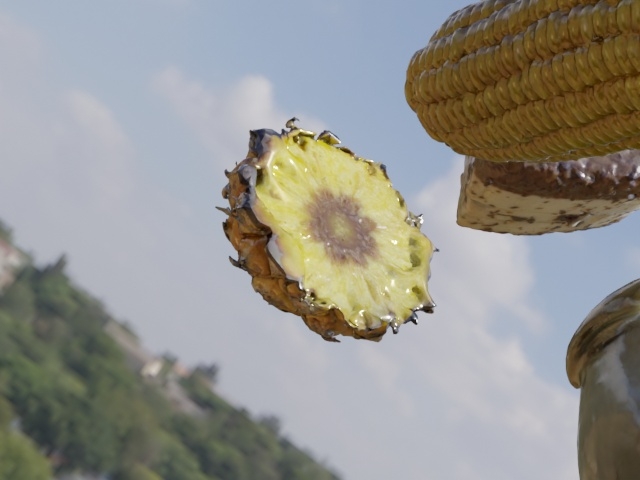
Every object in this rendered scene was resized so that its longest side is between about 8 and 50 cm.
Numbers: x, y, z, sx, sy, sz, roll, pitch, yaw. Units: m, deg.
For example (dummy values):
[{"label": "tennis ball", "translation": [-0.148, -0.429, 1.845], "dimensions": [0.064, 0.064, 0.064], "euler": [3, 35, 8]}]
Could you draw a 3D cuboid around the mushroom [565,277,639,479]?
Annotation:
[{"label": "mushroom", "translation": [0.165, 0.181, 0.808], "dimensions": [0.097, 0.351, 0.109], "euler": [17, -30, -32]}]

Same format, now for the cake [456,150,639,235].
[{"label": "cake", "translation": [0.125, -0.124, 1.170], "dimensions": [0.112, 0.135, 0.246], "euler": [133, -59, -65]}]

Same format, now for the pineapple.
[{"label": "pineapple", "translation": [0.000, 0.000, 1.500], "dimensions": [0.225, 0.076, 0.224], "euler": [28, 42, -28]}]

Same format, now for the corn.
[{"label": "corn", "translation": [0.140, -0.085, 0.822], "dimensions": [0.102, 0.102, 0.313], "euler": [39, -27, -24]}]
